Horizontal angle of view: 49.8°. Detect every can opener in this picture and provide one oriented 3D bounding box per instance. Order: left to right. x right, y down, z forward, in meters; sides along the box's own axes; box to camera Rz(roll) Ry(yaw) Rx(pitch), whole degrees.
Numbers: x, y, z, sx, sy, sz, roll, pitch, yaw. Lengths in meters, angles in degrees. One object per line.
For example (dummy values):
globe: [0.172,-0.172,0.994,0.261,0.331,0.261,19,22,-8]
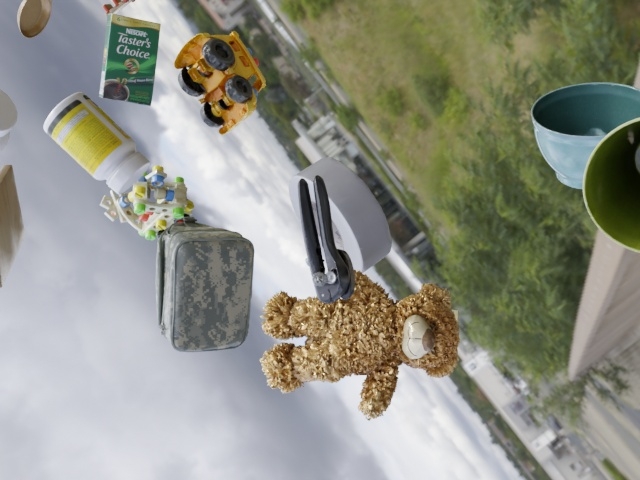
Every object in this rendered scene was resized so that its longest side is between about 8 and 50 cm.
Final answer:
can opener: [0.000,0.000,0.984,0.073,0.059,0.186,-24,-83,-75]

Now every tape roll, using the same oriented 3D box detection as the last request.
tape roll: [0.034,-0.042,1.271,0.219,0.072,0.219,46,159,24]

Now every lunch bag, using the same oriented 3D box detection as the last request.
lunch bag: [-0.305,0.110,1.724,0.256,0.213,0.305,-152,63,-63]

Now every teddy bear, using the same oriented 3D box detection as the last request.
teddy bear: [0.060,0.161,1.140,0.338,0.245,0.113,13,163,12]

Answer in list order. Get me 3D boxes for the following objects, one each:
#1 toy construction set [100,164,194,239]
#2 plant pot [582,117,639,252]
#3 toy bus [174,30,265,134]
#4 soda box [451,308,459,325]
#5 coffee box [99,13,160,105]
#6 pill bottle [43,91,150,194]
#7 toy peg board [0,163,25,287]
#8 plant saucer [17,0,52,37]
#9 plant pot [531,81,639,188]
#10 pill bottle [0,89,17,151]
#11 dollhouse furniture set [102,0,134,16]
toy construction set: [-0.479,-0.091,1.912,0.215,0.151,0.328,15,161,-36]
plant pot: [0.709,-0.143,1.418,0.274,0.275,0.293,51,-146,5]
toy bus: [-0.211,-0.392,1.676,0.211,0.149,0.220,-32,-90,-49]
soda box: [0.241,0.197,1.660,0.058,0.181,0.061,23,-113,-79]
coffee box: [-0.422,-0.398,1.526,0.113,0.184,0.040,6,-169,-29]
pill bottle: [-0.476,-0.206,1.482,0.208,0.119,0.119,44,-176,-5]
toy peg board: [-0.592,-0.027,1.212,0.160,0.079,0.161,-96,10,-53]
plant saucer: [-0.487,-0.384,1.166,0.015,0.083,0.083,28,-178,4]
plant pot: [0.699,-0.257,1.785,0.293,0.293,0.196,-124,17,-53]
pill bottle: [-0.440,-0.126,0.845,0.086,0.152,0.086,32,-136,-37]
dollhouse furniture set: [-0.525,-0.675,1.619,0.259,0.135,0.262,54,-172,-18]
